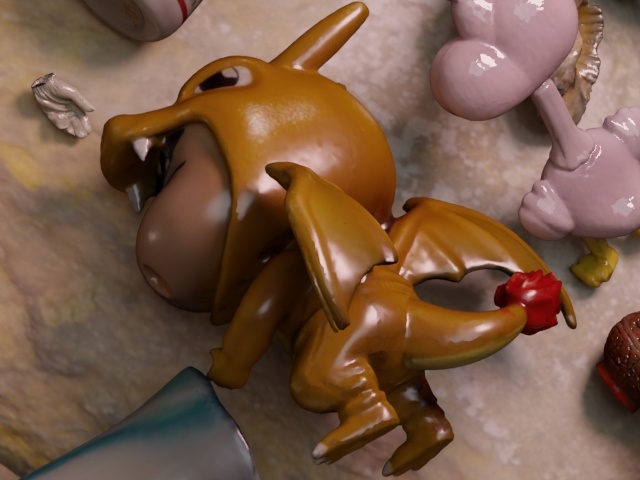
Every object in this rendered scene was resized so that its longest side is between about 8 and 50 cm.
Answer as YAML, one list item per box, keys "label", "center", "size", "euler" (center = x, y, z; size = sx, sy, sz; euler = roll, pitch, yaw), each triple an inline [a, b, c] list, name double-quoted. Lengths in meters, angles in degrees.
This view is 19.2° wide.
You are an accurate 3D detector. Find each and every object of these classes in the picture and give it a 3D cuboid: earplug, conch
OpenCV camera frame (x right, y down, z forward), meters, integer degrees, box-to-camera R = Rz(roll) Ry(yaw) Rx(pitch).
- label: "earplug"
  center: [-0.213, 0.256, 1.604]
  size: [0.324, 0.185, 0.185]
  euler: [-25, 82, -13]
- label: "conch"
  center: [0.219, -0.224, 1.847]
  size: [0.178, 0.163, 0.245]
  euler: [-28, 111, -31]

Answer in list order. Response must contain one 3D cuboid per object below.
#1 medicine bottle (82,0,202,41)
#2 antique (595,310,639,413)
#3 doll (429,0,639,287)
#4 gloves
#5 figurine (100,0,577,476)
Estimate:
- label: "medicine bottle"
  center: [-0.124, -0.314, 1.796]
  size: [0.131, 0.131, 0.250]
  euler: [39, 70, -1]
- label: "antique"
  center: [0.318, 0.113, 1.799]
  size: [0.104, 0.104, 0.104]
  euler: [4, 74, -12]
- label: "doll"
  center: [0.212, -0.113, 1.751]
  size: [0.160, 0.094, 0.365]
  euler: [-42, 118, -6]
- label: "gloves"
  center: [-0.241, -0.131, 1.766]
  size: [0.044, 0.037, 0.081]
  euler: [-27, 99, 17]
- label: "figurine"
  center: [0.016, 0.007, 1.686]
  size: [0.401, 0.268, 0.387]
  euler: [-2, 54, -47]
